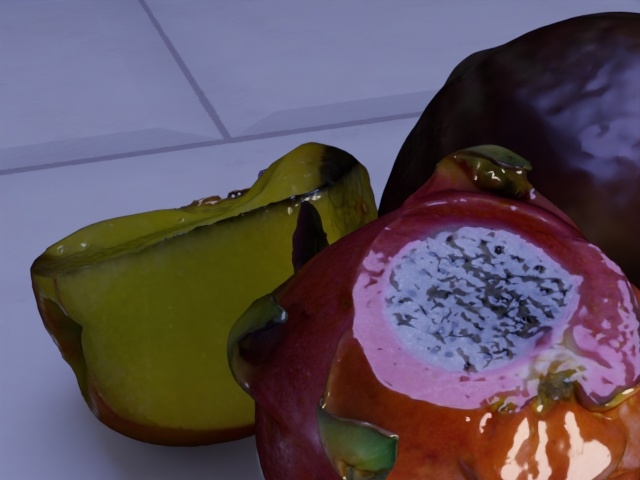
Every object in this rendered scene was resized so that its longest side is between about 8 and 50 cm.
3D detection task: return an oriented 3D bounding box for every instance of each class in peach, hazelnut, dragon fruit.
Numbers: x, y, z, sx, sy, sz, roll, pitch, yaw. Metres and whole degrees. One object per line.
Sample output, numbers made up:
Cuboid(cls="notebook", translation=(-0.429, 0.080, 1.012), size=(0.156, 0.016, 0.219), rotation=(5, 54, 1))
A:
Cuboid(cls="peach", translation=(-0.079, 0.055, 1.378), size=(0.380, 0.242, 0.306), rotation=(-25, 10, -14))
Cuboid(cls="hazelnut", translation=(0.252, -0.005, 1.254), size=(0.420, 0.421, 0.353), rotation=(5, 14, 15))
Cuboid(cls="dragon fruit", translation=(0.086, 0.078, 0.877), size=(0.290, 0.189, 0.291), rotation=(-1, 42, 1))

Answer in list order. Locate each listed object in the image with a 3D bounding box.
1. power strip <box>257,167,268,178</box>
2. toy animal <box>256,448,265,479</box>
Cuboid(cls="power strip", translation=(0.000, 0.000, 1.625), size=(0.037, 0.109, 0.279), rotation=(-18, 29, -22))
Cuboid(cls="toy animal", translation=(0.103, 0.258, 0.998), size=(0.196, 0.241, 0.367), rotation=(-22, 45, -20))
